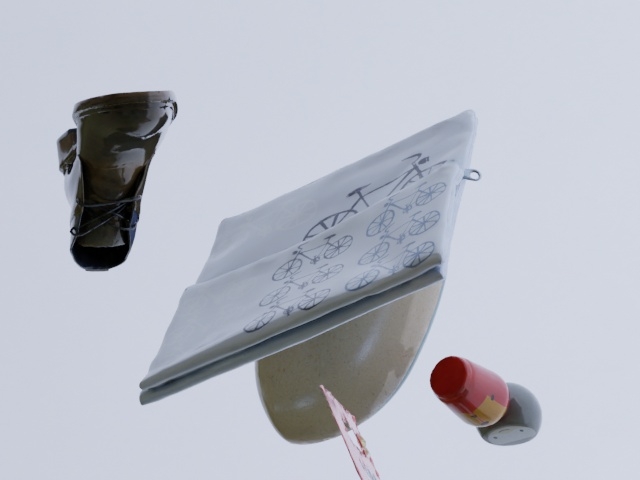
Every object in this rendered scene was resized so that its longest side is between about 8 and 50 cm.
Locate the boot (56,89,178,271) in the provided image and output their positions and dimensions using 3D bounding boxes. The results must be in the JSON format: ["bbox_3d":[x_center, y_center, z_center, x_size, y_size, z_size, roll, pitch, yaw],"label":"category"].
[{"bbox_3d":[-0.147,-0.044,1.321,0.219,0.082,0.106,147,-62,-71],"label":"boot"}]

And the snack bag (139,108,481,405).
[{"bbox_3d":[0.000,0.000,1.655,0.323,0.342,0.037,-25,-69,24],"label":"snack bag"}]

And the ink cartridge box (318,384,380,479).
[{"bbox_3d":[0.076,0.202,1.203,0.181,0.056,0.224,60,8,-75],"label":"ink cartridge box"}]

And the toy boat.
[{"bbox_3d":[0.078,0.116,1.799,0.318,0.148,0.267,28,-94,43],"label":"toy boat"}]
